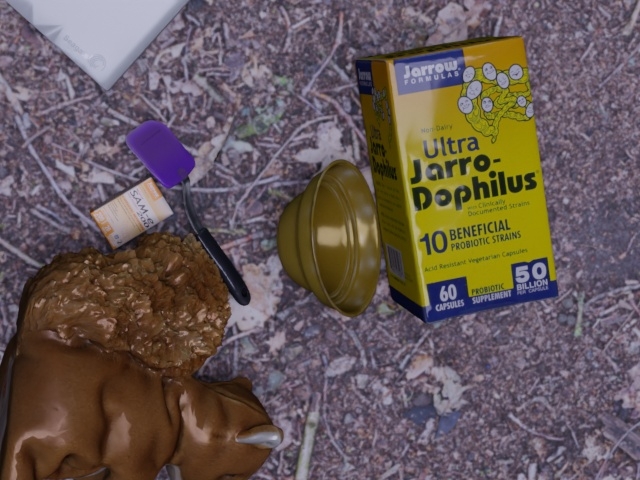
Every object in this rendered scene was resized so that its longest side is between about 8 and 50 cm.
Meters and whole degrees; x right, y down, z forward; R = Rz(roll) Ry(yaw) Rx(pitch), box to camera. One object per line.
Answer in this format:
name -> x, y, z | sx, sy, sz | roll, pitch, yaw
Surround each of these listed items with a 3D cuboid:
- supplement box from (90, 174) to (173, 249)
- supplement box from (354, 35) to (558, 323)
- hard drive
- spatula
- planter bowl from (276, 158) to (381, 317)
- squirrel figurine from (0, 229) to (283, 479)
supplement box -> -0.261, -0.039, 1.922 | 0.098, 0.036, 0.062 | -32, 102, -4
supplement box -> 0.184, -0.090, 1.908 | 0.194, 0.195, 0.357 | -11, 100, -10
hard drive -> -0.257, -0.381, 1.850 | 0.203, 0.040, 0.307 | 42, 96, -10
spatula -> -0.172, -0.034, 1.935 | 0.030, 0.084, 0.296 | -14, 112, 37
planter bowl -> 0.000, 0.000, 1.922 | 0.090, 0.217, 0.217 | -5, 101, 27
squirrel figurine -> -0.227, 0.191, 1.848 | 0.370, 0.281, 0.397 | 9, 100, -18
